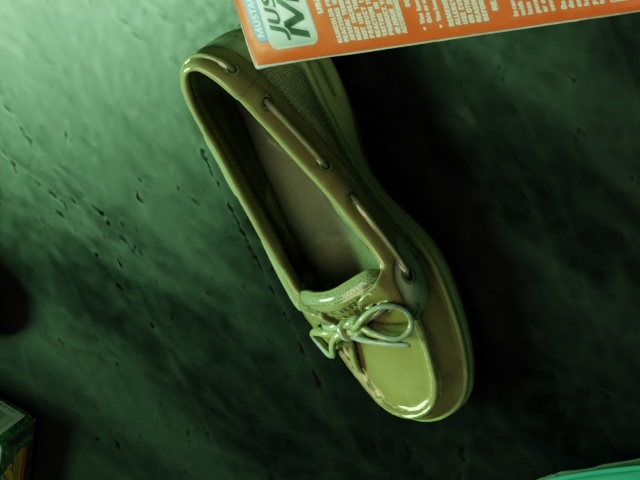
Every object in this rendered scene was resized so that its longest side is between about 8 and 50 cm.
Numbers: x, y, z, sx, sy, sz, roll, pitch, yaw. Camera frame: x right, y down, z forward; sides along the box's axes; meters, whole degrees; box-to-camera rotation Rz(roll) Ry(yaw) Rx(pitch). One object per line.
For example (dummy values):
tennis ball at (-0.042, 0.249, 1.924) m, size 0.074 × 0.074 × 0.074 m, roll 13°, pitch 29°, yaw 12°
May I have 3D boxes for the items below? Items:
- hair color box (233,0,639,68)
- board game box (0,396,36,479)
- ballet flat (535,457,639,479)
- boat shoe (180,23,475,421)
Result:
hair color box at (0.064, -0.093, 0.532) m, size 0.167 × 0.093 × 0.053 m, roll -3°, pitch 112°, yaw 37°
board game box at (-0.201, 0.155, 0.901) m, size 0.136 × 0.030 × 0.260 m, roll 29°, pitch 128°, yaw 22°
ballet flat at (0.146, 0.092, 0.606) m, size 0.213 × 0.072 × 0.068 m, roll -18°, pitch 131°, yaw 41°
boat shoe at (0.001, -0.001, 0.657) m, size 0.056 × 0.048 × 0.153 m, roll -14°, pitch 105°, yaw 40°
